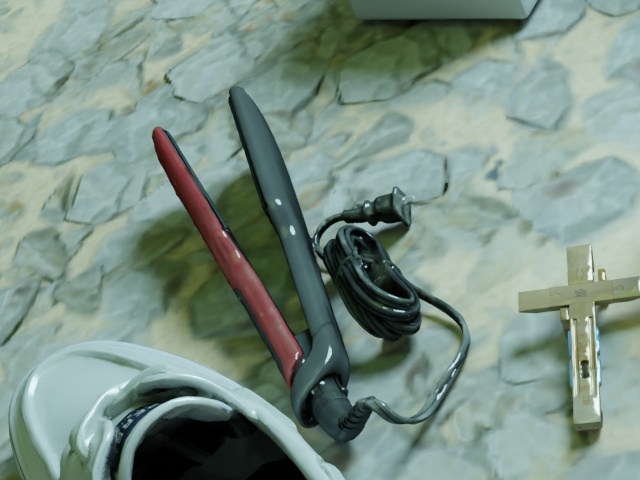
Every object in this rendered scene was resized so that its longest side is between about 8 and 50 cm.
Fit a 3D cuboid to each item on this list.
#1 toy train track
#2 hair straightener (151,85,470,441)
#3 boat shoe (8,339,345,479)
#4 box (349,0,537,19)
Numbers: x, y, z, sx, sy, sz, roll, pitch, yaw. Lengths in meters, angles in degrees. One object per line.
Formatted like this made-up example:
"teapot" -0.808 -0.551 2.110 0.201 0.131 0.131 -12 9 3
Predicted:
"toy train track" 0.098 0.037 0.638 0.048 0.014 0.083 -8 47 14
"hair straightener" 0.000 0.000 0.714 0.089 0.047 0.230 -30 37 -1
"boat shoe" -0.044 0.083 0.614 0.095 0.084 0.258 -44 40 -19
"box" 0.065 -0.169 0.837 0.101 0.087 0.102 5 46 36
